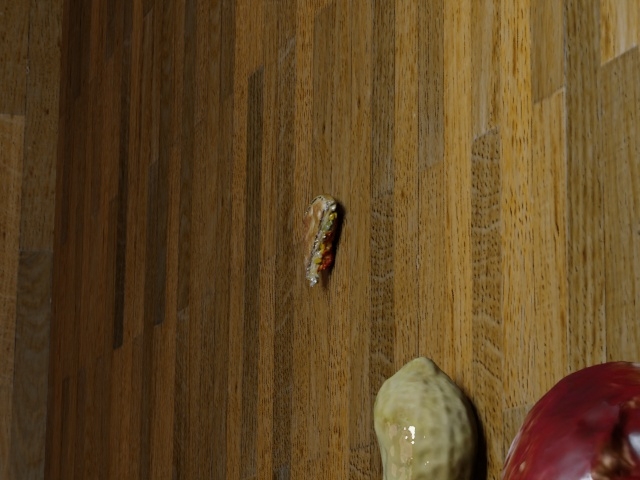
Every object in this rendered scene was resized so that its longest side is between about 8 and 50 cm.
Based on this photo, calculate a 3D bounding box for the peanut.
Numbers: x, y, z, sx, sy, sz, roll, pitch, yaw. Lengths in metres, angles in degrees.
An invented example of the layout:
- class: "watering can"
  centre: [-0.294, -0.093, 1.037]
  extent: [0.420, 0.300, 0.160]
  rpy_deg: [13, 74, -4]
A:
- class: "peanut"
  centre: [0.087, 0.212, 1.665]
  extent: [0.103, 0.098, 0.229]
  rpy_deg: [-4, 76, 38]

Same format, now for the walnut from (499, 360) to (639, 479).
- class: "walnut"
  centre: [0.193, 0.211, 1.172]
  extent: [0.244, 0.221, 0.269]
  rpy_deg: [-52, 10, 9]

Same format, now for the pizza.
- class: "pizza"
  centre: [0.001, -0.014, 2.080]
  extent: [0.099, 0.029, 0.100]
  rpy_deg: [-108, 31, -65]
